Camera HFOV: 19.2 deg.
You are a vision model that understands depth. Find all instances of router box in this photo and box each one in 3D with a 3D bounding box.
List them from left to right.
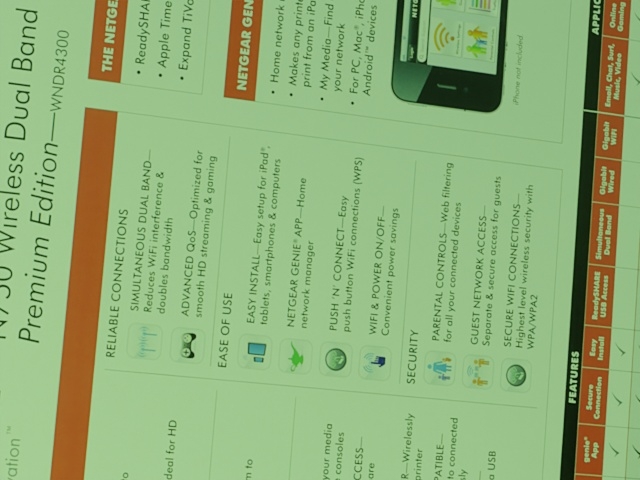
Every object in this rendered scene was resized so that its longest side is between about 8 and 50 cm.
[{"bbox_3d":[0.000,0.000,0.738,0.082,0.301,0.336,166,111,-72],"label":"router box"}]
